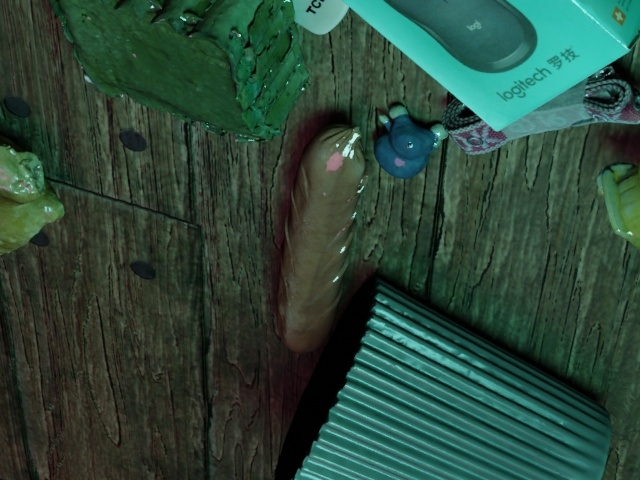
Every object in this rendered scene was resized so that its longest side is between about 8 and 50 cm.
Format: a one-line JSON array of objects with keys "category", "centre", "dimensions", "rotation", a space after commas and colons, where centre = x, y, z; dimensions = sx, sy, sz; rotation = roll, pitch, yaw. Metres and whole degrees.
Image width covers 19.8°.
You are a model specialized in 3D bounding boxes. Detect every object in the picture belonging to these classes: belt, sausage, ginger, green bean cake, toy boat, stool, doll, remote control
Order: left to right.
[{"category": "ginger", "centre": [-0.439, -0.095, 2.259], "dimensions": [0.219, 0.123, 0.270], "rotation": [2, 137, 32]}, {"category": "green bean cake", "centre": [-0.144, -0.218, 1.907], "dimensions": [0.241, 0.132, 0.255], "rotation": [19, 159, 18]}, {"category": "remote control", "centre": [-0.055, -0.284, 1.893], "dimensions": [0.190, 0.029, 0.087], "rotation": [31, 143, -8]}, {"category": "sausage", "centre": [-0.002, 0.000, 2.157], "dimensions": [0.088, 0.088, 0.433], "rotation": [21, 143, 7]}, {"category": "doll", "centre": [0.090, -0.105, 2.010], "dimensions": [0.076, 0.050, 0.083], "rotation": [30, 145, 1]}, {"category": "stool", "centre": [0.149, 0.242, 2.202], "dimensions": [0.330, 0.297, 0.297], "rotation": [24, 143, -5]}, {"category": "belt", "centre": [0.228, -0.138, 1.879], "dimensions": [0.232, 0.071, 0.053], "rotation": [-7, 139, 40]}, {"category": "toy boat", "centre": [0.422, -0.004, 1.883], "dimensions": [0.321, 0.121, 0.089], "rotation": [27, 145, -25]}]

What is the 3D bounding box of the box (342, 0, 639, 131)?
[{"category": "box", "centre": [0.137, -0.266, 1.733], "dimensions": [0.311, 0.118, 0.205], "rotation": [39, 139, -18]}]
